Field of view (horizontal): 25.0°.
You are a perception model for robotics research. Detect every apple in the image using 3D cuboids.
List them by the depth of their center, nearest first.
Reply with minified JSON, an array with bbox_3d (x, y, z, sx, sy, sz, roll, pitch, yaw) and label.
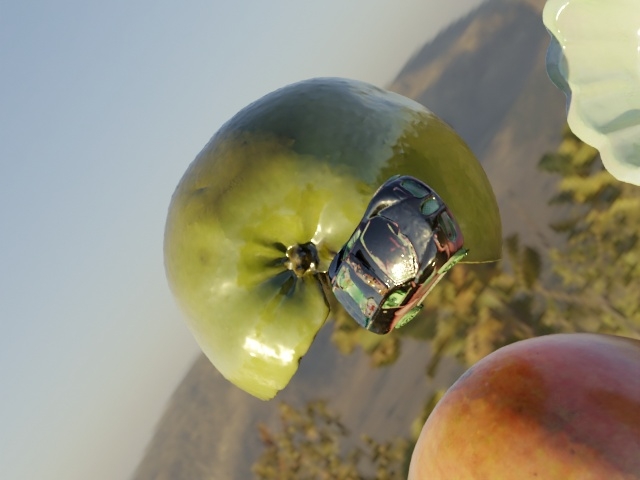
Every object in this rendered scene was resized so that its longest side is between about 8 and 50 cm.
[{"bbox_3d":[-0.005,-0.020,1.271,0.295,0.233,0.258,-31,-2,10],"label":"apple"},{"bbox_3d":[0.250,0.254,1.302,0.364,0.364,0.364,-55,1,1],"label":"apple"}]

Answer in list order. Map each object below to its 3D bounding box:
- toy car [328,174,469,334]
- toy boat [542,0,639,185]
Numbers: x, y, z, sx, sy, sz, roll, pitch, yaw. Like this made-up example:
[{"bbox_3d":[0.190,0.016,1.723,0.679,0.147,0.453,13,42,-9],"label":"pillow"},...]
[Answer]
[{"bbox_3d":[0.045,0.013,0.952,0.055,0.069,0.142,-33,-14,-31],"label":"toy car"},{"bbox_3d":[0.295,-0.124,1.117,0.100,0.290,0.199,-20,-46,-25],"label":"toy boat"}]
